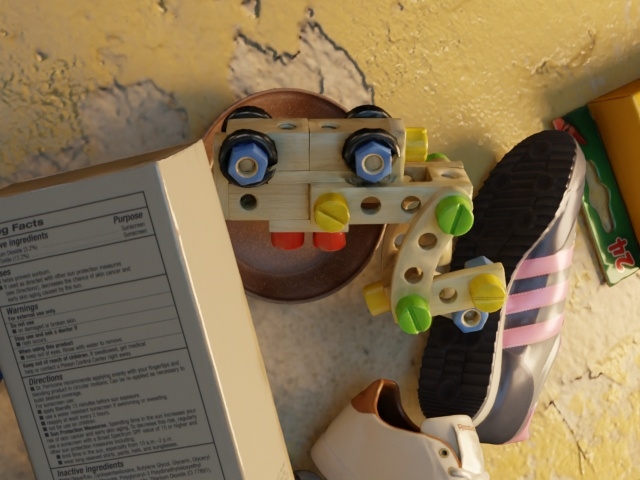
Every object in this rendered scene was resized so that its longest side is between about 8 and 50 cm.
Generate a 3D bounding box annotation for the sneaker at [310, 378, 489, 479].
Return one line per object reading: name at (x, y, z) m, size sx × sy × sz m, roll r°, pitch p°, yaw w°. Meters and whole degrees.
sneaker at (0.115, 0.225, 0.892) m, size 0.123 × 0.290 × 0.106 m, roll -55°, pitch 146°, yaw 7°

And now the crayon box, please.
crayon box at (0.423, -0.097, 1.136) m, size 0.319 × 0.081 × 0.202 m, roll -26°, pitch 100°, yaw -20°

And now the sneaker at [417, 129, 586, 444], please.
sneaker at (0.200, 0.050, 1.043) m, size 0.131 × 0.112 × 0.319 m, roll 31°, pitch 78°, yaw -40°

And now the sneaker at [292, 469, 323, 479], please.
sneaker at (0.049, 0.312, 0.983) m, size 0.261 × 0.104 × 0.125 m, roll 55°, pitch 42°, yaw -6°

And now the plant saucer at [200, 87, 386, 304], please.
plant saucer at (-0.032, -0.040, 0.967) m, size 0.199 × 0.036 × 0.198 m, roll 0°, pitch 89°, yaw -24°

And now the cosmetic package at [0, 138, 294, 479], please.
cosmetic package at (-0.131, 0.097, 0.757) m, size 0.160 × 0.113 × 0.309 m, roll -10°, pitch 101°, yaw 13°

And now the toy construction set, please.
toy construction set at (0.000, 0.000, 0.894) m, size 0.328 × 0.151 × 0.215 m, roll -8°, pitch 118°, yaw -15°

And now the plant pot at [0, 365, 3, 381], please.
plant pot at (-0.393, 0.131, 0.694) m, size 0.236 × 0.212 × 0.236 m, roll 40°, pitch 42°, yaw -19°
